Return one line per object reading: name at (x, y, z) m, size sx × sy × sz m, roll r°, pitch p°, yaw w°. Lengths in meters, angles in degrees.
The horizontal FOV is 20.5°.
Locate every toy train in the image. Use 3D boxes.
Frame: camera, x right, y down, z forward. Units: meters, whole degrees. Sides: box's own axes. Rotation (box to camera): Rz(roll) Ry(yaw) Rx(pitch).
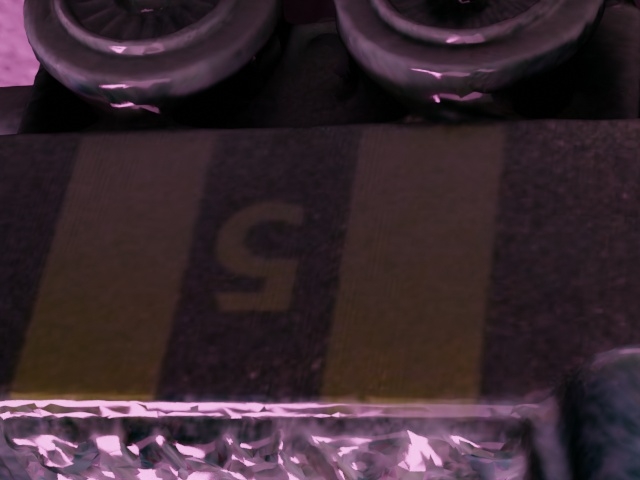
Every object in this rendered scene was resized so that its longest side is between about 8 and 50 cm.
toy train at (0.000, 0.000, 0.621) m, size 0.299 × 0.238 × 0.167 m, roll -2°, pitch 141°, yaw 14°
